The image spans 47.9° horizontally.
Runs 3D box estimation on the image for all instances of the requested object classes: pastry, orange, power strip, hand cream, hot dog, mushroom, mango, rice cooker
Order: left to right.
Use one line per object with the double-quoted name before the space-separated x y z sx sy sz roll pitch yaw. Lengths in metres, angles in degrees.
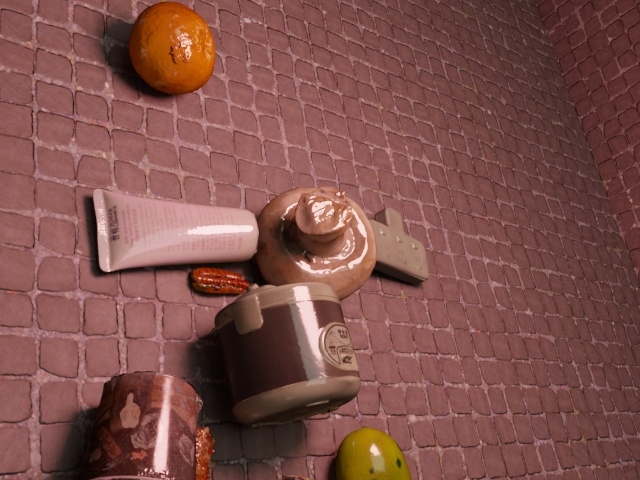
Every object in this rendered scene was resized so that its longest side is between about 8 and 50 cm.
"orange" -0.350 -0.454 1.709 0.219 0.193 0.219 -14 90 -88
"hand cream" -0.307 -0.015 1.560 0.359 0.118 0.185 2 67 -33
"pastry" -0.251 0.433 1.357 0.087 0.063 0.169 60 29 -43
"hot dog" -0.222 0.092 1.606 0.144 0.038 0.062 11 58 -38
"rice cooker" -0.068 0.227 1.493 0.288 0.288 0.276 5 62 -40
"mushroom" 0.000 0.000 1.664 0.298 0.290 0.297 6 69 -17
"mango" 0.125 0.552 1.566 0.175 0.143 0.293 -4 78 -41
"power strip" 0.198 0.003 1.986 0.265 0.059 0.193 21 53 -44

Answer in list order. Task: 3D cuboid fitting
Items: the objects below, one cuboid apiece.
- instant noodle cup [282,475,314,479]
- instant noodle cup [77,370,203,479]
"instant noodle cup" -0.027 0.631 1.276 0.340 0.340 0.266 50 54 -6
"instant noodle cup" -0.307 0.357 1.255 0.218 0.217 0.207 24 45 -29
